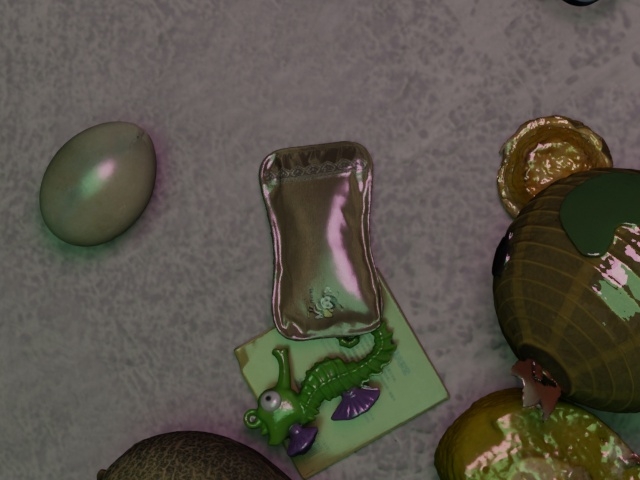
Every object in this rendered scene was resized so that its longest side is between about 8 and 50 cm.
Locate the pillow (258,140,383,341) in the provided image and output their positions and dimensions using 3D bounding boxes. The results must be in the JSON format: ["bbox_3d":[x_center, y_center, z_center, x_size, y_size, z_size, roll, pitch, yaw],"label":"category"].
[{"bbox_3d":[0.000,0.000,1.266,0.130,0.033,0.218,-5,81,9],"label":"pillow"}]

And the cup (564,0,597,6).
[{"bbox_3d":[0.279,-0.337,1.191,0.155,0.131,0.177,-18,93,3],"label":"cup"}]

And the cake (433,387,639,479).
[{"bbox_3d":[0.245,0.272,1.194,0.179,0.156,0.261,-31,93,-9],"label":"cake"}]

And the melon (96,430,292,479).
[{"bbox_3d":[-0.103,0.344,1.188,0.329,0.248,0.248,42,96,5],"label":"melon"}]

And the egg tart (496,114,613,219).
[{"bbox_3d":[0.252,-0.072,1.236,0.128,0.049,0.129,0,93,6],"label":"egg tart"}]

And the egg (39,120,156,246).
[{"bbox_3d":[-0.241,-0.063,1.261,0.114,0.114,0.152,40,99,4],"label":"egg"}]

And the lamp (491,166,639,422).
[{"bbox_3d":[0.276,0.067,1.128,0.250,0.250,0.284,43,66,4],"label":"lamp"}]

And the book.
[{"bbox_3d":[0.021,0.149,1.286,0.192,0.013,0.168,-30,88,7],"label":"book"}]

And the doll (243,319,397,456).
[{"bbox_3d":[0.000,0.154,1.259,0.190,0.050,0.115,-32,79,-1],"label":"doll"}]
